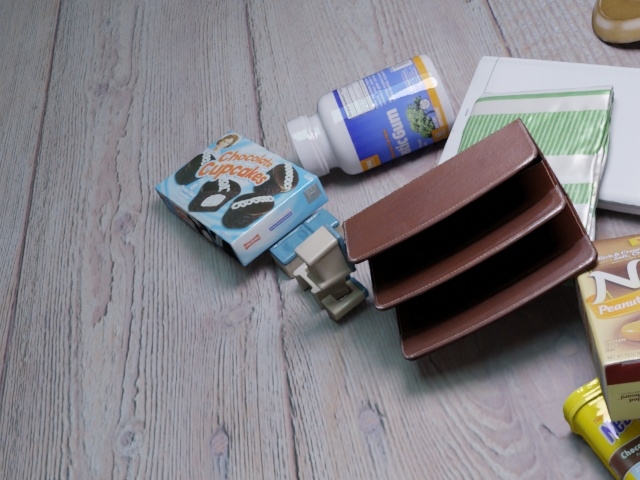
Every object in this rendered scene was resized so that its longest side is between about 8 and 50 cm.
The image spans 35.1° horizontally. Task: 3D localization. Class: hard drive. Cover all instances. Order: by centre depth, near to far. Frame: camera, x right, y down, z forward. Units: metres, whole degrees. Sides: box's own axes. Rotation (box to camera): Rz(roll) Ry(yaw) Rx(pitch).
[{"bbox_3d":[0.381,-0.177,1.616,0.353,0.047,0.233,13,73,36],"label":"hard drive"}]

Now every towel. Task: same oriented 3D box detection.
[{"bbox_3d":[0.315,-0.088,1.553,0.248,0.038,0.324,2,68,31],"label":"towel"}]

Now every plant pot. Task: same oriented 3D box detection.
[{"bbox_3d":[0.586,-0.445,1.795,0.236,0.032,0.236,-29,33,21],"label":"plant pot"}]

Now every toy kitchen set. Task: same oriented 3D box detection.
[{"bbox_3d":[0.000,0.000,1.584,0.122,0.166,0.207,-37,44,-11],"label":"toy kitchen set"}]

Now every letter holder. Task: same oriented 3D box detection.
[{"bbox_3d":[0.201,0.004,1.406,0.302,0.152,0.214,-31,27,15],"label":"letter holder"}]

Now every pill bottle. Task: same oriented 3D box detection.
[{"bbox_3d":[0.086,-0.205,1.756,0.272,0.152,0.152,-23,43,4],"label":"pill bottle"}]

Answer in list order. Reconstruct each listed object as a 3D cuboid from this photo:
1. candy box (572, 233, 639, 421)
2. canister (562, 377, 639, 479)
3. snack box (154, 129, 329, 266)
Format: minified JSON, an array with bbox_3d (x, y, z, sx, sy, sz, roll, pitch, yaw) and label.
[{"bbox_3d":[0.427,0.094,1.270,0.183,0.087,0.316,-9,25,10],"label":"candy box"},{"bbox_3d":[0.397,0.241,1.234,0.126,0.073,0.170,-29,44,-5],"label":"canister"},{"bbox_3d":[-0.146,-0.083,1.782,0.187,0.060,0.322,-39,35,-15],"label":"snack box"}]
